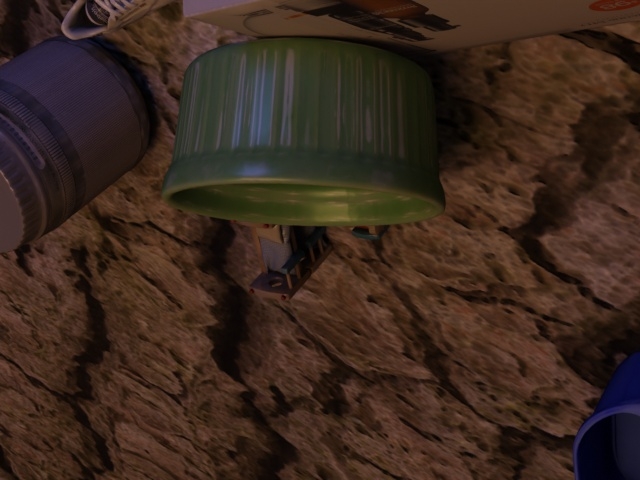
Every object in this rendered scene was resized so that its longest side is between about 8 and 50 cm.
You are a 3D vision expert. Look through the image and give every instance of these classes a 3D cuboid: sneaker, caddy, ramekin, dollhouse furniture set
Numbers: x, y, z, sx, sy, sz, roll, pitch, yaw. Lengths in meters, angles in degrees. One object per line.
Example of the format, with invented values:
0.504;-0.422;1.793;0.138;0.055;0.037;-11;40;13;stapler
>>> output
-0.232;-0.315;1.153;0.235;0.095;0.090;-22;107;43;sneaker
0.436;0.300;1.109;0.241;0.179;0.341;9;128;31;caddy
-0.015;-0.107;0.996;0.303;0.303;0.148;-3;82;37;ramekin
0.000;0.000;1.213;0.183;0.129;0.129;10;129;30;dollhouse furniture set

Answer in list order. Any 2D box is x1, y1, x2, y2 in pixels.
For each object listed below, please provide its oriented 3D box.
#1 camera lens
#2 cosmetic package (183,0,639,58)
-0.389;-0.139;1.272;0.219;0.274;0.219;19;132;22;camera lens
0.108;-0.246;0.828;0.377;0.284;0.097;-2;90;37;cosmetic package
